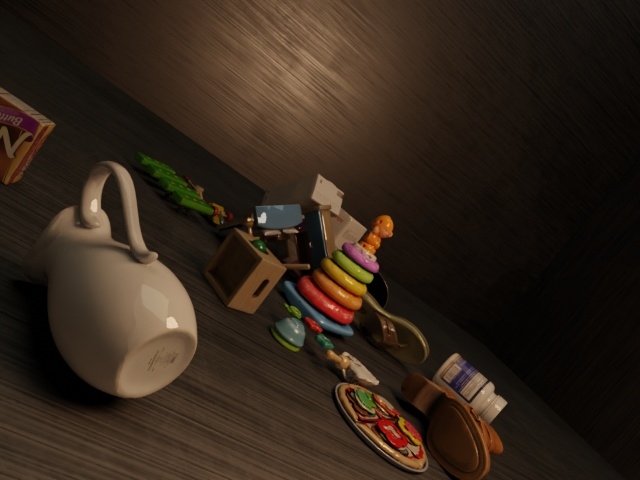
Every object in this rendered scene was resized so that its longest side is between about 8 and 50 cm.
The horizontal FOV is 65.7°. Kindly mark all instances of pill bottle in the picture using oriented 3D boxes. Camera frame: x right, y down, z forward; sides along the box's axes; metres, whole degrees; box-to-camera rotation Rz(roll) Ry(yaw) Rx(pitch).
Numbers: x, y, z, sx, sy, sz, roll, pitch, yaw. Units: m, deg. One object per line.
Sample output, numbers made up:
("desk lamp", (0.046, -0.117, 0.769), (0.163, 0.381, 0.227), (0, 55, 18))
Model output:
("pill bottle", (0.418, 0.418, 1.388), (0.186, 0.112, 0.112), (41, 8, 26))

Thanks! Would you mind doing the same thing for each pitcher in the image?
("pitcher", (-0.205, 0.035, 0.497), (0.207, 0.178, 0.125), (40, 22, 30))

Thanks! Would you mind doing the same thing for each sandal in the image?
("sandal", (0.154, 0.240, 1.347), (0.302, 0.120, 0.086), (37, 34, 9))

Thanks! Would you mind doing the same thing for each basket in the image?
("basket", (0.135, 0.150, 1.608), (0.204, 0.154, 0.227), (40, 4, 13))

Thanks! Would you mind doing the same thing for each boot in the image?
("boot", (0.297, 0.402, 1.006), (0.220, 0.109, 0.283), (39, -2, -24))

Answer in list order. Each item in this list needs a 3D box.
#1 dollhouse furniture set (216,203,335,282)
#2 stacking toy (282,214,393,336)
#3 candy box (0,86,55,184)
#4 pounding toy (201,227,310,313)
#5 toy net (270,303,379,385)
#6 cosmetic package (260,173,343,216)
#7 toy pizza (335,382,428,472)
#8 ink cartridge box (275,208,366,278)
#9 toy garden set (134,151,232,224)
("dollhouse furniture set", (-0.142, 0.026, 1.308), (0.303, 0.198, 0.286), (-5, -4, -45))
("stacking toy", (0.072, 0.064, 1.179), (0.175, 0.302, 0.165), (42, 8, 39))
("candy box", (-0.499, -0.178, 0.708), (0.186, 0.109, 0.053), (36, 7, -16))
("pounding toy", (-0.122, 0.055, 0.933), (0.130, 0.141, 0.100), (43, 8, 38))
("toy net", (0.010, 0.215, 0.962), (0.232, 0.045, 0.122), (38, 5, -6))
("cosmetic package", (-0.058, -0.113, 1.456), (0.231, 0.086, 0.117), (-8, -31, 46))
("toy pizza", (0.110, 0.312, 0.858), (0.201, 0.032, 0.201), (37, 7, -5))
("ink cartridge box", (0.000, 0.000, 1.510), (0.100, 0.237, 0.172), (30, 10, -49))
("toy garden set", (-0.363, -0.124, 1.316), (0.244, 0.049, 0.204), (41, 9, 33))
